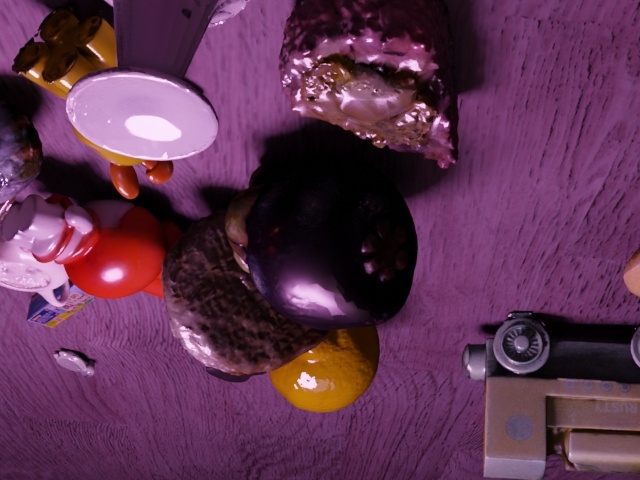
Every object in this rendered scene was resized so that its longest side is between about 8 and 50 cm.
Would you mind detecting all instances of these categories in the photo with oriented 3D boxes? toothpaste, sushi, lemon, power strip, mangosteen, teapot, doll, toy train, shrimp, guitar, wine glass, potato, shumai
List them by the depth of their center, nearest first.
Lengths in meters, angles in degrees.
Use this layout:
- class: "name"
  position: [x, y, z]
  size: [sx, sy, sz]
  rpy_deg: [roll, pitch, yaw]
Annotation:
- class: "wine glass"
  position: [-0.138, -0.183, 0.891]
  size: [0.165, 0.196, 0.165]
  rpy_deg: [1, 153, 1]
- class: "sushi"
  position: [0.049, -0.157, 1.016]
  size: [0.161, 0.107, 0.241]
  rpy_deg: [0, 153, 16]
- class: "doll"
  position: [-0.207, -0.144, 1.063]
  size: [0.135, 0.143, 0.221]
  rpy_deg: [20, 161, 40]
- class: "mangosteen"
  position: [0.000, 0.000, 1.225]
  size: [0.243, 0.242, 0.243]
  rpy_deg: [4, 153, 2]
- class: "shrimp"
  position: [-0.460, -0.049, 1.230]
  size: [0.137, 0.172, 0.372]
  rpy_deg: [53, 129, 1]
- class: "potato"
  position: [0.452, 0.031, 1.362]
  size: [0.096, 0.066, 0.103]
  rpy_deg: [32, 150, -18]
- class: "doll"
  position: [-0.276, 0.013, 1.371]
  size: [0.161, 0.129, 0.290]
  rpy_deg: [-26, 146, 38]
- class: "shumai"
  position: [-0.129, 0.077, 1.405]
  size: [0.272, 0.222, 0.204]
  rpy_deg: [30, 158, -35]
- class: "teapot"
  position: [-0.418, 0.024, 1.449]
  size: [0.145, 0.092, 0.226]
  rpy_deg: [-4, 152, 22]
- class: "lemon"
  position: [0.004, 0.176, 1.589]
  size: [0.184, 0.184, 0.248]
  rpy_deg: [4, 164, 0]
- class: "toy train"
  position: [0.421, 0.256, 1.605]
  size: [0.397, 0.253, 0.160]
  rpy_deg: [2, 154, 7]
- class: "toothpaste"
  position: [-0.399, 0.093, 1.632]
  size: [0.070, 0.044, 0.193]
  rpy_deg: [22, 148, -30]
- class: "guitar"
  position: [-0.110, 0.218, 1.855]
  size: [0.233, 0.025, 0.088]
  rpy_deg: [-19, 144, 39]
- class: "power strip"
  position: [-0.461, 0.227, 1.931]
  size: [0.083, 0.035, 0.055]
  rpy_deg: [37, 140, -27]
